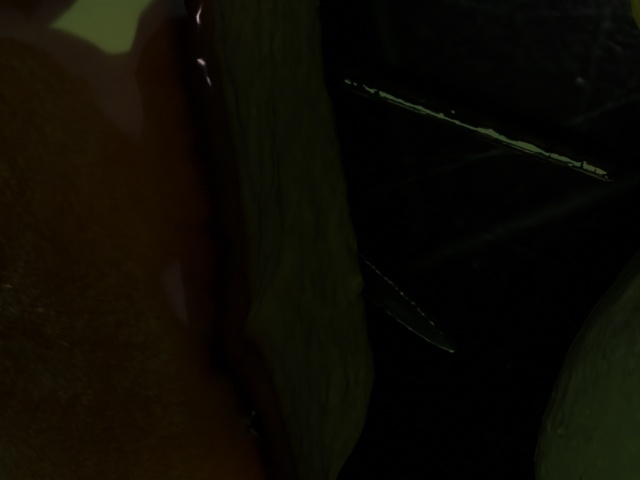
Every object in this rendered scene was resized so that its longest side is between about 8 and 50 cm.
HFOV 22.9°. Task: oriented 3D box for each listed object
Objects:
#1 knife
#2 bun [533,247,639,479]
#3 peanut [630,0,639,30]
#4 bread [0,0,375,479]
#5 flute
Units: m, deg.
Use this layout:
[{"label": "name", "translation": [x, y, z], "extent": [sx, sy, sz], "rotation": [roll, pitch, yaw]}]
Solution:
[{"label": "knife", "translation": [0.000, 0.000, 0.712], "extent": [0.170, 0.010, 0.023], "rotation": [39, 139, -17]}, {"label": "bun", "translation": [0.249, 0.118, 0.573], "extent": [0.365, 0.219, 0.365], "rotation": [9, 133, 10]}, {"label": "peanut", "translation": [0.162, -0.127, 0.478], "extent": [0.087, 0.087, 0.206], "rotation": [25, 134, -1]}, {"label": "bread", "translation": [-0.152, -0.017, 0.653], "extent": [0.333, 0.143, 0.323], "rotation": [6, 134, 21]}, {"label": "flute", "translation": [-0.006, -0.074, 0.645], "extent": [0.270, 0.014, 0.014], "rotation": [20, 135, 4]}]
